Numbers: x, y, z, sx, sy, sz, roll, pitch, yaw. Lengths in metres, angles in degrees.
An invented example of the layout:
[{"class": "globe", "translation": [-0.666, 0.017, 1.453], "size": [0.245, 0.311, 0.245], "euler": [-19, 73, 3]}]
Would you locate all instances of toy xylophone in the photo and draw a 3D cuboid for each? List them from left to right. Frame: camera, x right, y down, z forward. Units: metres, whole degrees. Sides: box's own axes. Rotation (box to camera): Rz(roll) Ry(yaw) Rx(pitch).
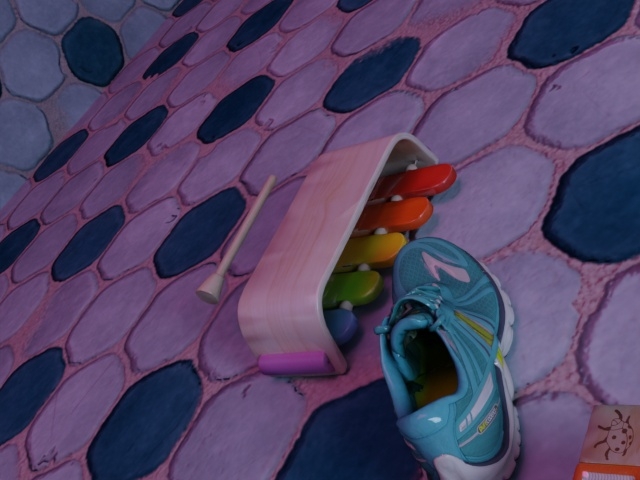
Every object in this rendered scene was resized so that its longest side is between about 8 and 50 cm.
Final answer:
[{"class": "toy xylophone", "translation": [0.000, 0.000, 0.937], "size": [0.236, 0.081, 0.322], "euler": [-1, 48, 48]}]

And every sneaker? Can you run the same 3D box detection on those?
[{"class": "sneaker", "translation": [0.098, 0.077, 0.693], "size": [0.107, 0.110, 0.275], "euler": [-30, 31, 18]}]

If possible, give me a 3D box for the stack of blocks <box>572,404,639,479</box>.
[{"class": "stack of blocks", "translation": [0.193, 0.227, 0.403], "size": [0.171, 0.087, 0.297], "euler": [-8, 43, 43]}]
